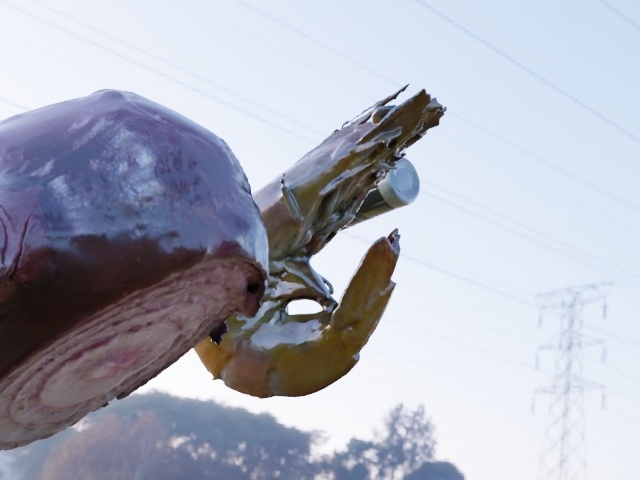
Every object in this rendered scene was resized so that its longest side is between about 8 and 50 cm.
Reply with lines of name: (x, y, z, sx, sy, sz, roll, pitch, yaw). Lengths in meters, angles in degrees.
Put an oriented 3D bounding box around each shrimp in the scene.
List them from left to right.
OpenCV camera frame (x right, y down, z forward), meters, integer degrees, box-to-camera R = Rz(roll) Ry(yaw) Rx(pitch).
shrimp: (0.000, 0.000, 0.603, 0.150, 0.248, 0.068, 39, 8, 26)

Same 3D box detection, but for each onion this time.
onion: (-0.132, 0.005, 0.407, 0.195, 0.139, 0.218, -26, -15, 7)

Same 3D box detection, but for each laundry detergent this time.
laundry detergent: (0.024, -0.048, 1.227, 0.226, 0.099, 0.070, -20, -74, 30)
